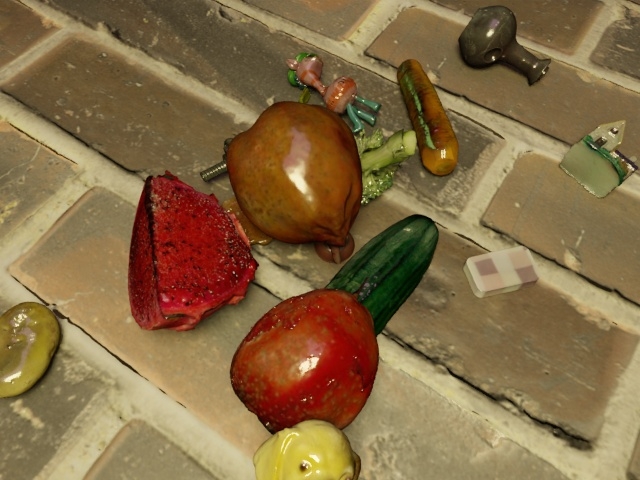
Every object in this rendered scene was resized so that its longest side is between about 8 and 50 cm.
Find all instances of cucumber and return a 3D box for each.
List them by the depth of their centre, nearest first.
[{"bbox_3d":[0.101,0.038,0.748,0.115,0.063,0.244,35,66,17],"label":"cucumber"}]

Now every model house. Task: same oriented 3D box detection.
[{"bbox_3d":[0.500,-0.146,0.829,0.100,0.087,0.100,-34,70,-15],"label":"model house"}]

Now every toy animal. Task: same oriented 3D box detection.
[{"bbox_3d":[-0.010,0.310,0.513,0.169,0.233,0.121,-39,33,-22],"label":"toy animal"},{"bbox_3d":[0.014,-0.277,0.914,0.208,0.100,0.103,39,108,16],"label":"toy animal"}]

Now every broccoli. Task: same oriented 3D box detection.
[{"bbox_3d":[0.097,-0.131,0.766,0.122,0.204,0.118,-29,96,-15],"label":"broccoli"}]

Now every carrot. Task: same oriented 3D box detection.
[{"bbox_3d":[0.196,-0.236,0.896,0.070,0.070,0.260,-9,59,-4],"label":"carrot"}]

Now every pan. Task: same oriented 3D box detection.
[{"bbox_3d":[0.000,0.000,0.788,0.115,0.023,0.068,7,63,4],"label":"pan"}]

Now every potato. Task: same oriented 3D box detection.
[{"bbox_3d":[-0.427,0.155,0.680,0.092,0.070,0.137,7,63,3],"label":"potato"}]

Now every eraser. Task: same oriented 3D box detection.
[{"bbox_3d":[0.287,0.049,0.758,0.105,0.026,0.065,-11,59,-5],"label":"eraser"}]

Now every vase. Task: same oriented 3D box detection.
[{"bbox_3d":[0.370,-0.382,0.952,0.183,0.120,0.120,33,66,1],"label":"vase"}]

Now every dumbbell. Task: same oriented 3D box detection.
[{"bbox_3d":[-0.097,-0.169,0.850,0.254,0.081,0.081,-31,66,-15],"label":"dumbbell"}]

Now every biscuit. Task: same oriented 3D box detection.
[{"bbox_3d":[-0.122,-0.044,0.815,0.120,0.019,0.129,19,63,10],"label":"biscuit"}]

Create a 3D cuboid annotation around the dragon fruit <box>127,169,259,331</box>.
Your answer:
[{"bbox_3d":[-0.209,0.028,0.714,0.189,0.163,0.261,-29,57,18],"label":"dragon fruit"}]

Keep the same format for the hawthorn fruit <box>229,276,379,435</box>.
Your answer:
[{"bbox_3d":[-0.007,0.134,0.616,0.181,0.181,0.235,30,76,16],"label":"hawthorn fruit"}]

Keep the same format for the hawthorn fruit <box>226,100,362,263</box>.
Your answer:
[{"bbox_3d":[-0.022,-0.079,0.729,0.208,0.208,0.248,-29,80,-15],"label":"hawthorn fruit"}]
